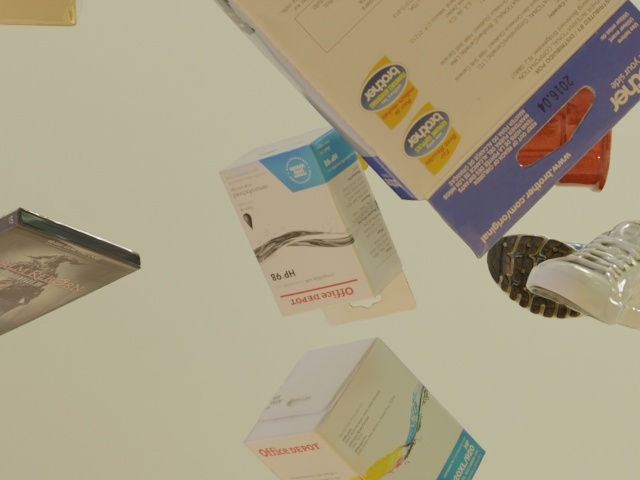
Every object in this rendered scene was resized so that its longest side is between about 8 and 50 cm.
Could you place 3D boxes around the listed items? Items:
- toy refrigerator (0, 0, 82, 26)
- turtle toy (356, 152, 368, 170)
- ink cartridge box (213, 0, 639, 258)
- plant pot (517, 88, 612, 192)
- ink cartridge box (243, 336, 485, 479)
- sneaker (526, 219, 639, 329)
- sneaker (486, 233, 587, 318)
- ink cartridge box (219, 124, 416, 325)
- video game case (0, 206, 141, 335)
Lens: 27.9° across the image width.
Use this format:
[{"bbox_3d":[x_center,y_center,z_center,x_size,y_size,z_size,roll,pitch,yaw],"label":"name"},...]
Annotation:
[{"bbox_3d":[-0.425,-0.314,1.541,0.269,0.094,0.102,0,-158,-5],"label":"toy refrigerator"},{"bbox_3d":[0.008,-0.060,1.636,0.130,0.095,0.066,-43,-62,-47],"label":"turtle toy"},{"bbox_3d":[0.048,-0.160,0.776,0.186,0.065,0.311,-45,-83,-6],"label":"ink cartridge box"},{"bbox_3d":[0.290,-0.199,1.990,0.265,0.272,0.272,-4,-118,1],"label":"plant pot"},{"bbox_3d":[0.058,0.270,1.690,0.232,0.171,0.168,47,-124,-18],"label":"ink cartridge box"},{"bbox_3d":[0.314,0.026,1.439,0.106,0.123,0.290,25,-173,26],"label":"sneaker"},{"bbox_3d":[0.429,0.065,2.093,0.330,0.129,0.147,16,-169,2],"label":"sneaker"},{"bbox_3d":[0.000,0.000,1.117,0.060,0.104,0.180,-40,-70,-52],"label":"ink cartridge box"},{"bbox_3d":[-0.376,0.049,1.501,0.196,0.274,0.026,26,-132,-52],"label":"video game case"}]
